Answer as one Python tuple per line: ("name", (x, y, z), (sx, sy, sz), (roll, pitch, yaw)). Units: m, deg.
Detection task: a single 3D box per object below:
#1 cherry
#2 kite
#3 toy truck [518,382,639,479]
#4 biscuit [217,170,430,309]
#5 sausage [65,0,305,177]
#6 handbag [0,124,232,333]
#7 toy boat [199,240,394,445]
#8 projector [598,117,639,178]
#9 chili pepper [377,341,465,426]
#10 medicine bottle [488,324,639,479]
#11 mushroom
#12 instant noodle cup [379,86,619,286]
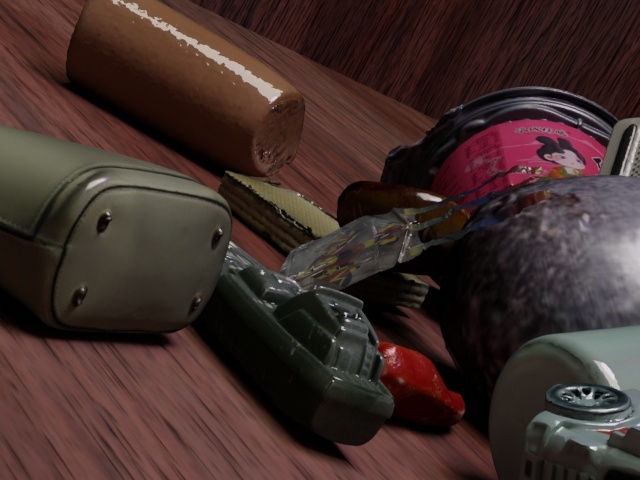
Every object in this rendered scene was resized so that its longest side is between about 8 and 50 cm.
("cherry", (0.227, 0.060, 1.546), (0.255, 0.218, 0.296), (7, 29, -7))
("kite", (0.070, -0.006, 1.529), (0.141, 0.245, 0.015), (-91, 158, -65))
("toy truck", (0.262, 0.157, 1.127), (0.338, 0.133, 0.184), (-9, 17, -37))
("biscuit", (0.000, 0.000, 1.759), (0.121, 0.041, 0.199), (13, 18, -48))
("sausage", (-0.136, -0.163, 1.954), (0.253, 0.123, 0.123), (29, 10, 6))
("handbag", (-0.231, -0.033, 1.233), (0.315, 0.109, 0.241), (19, 3, 27))
("toy boat", (-0.027, 0.050, 1.281), (0.078, 0.085, 0.260), (21, 12, -32))
("projector", (0.373, 0.004, 1.726), (0.177, 0.163, 0.242), (-3, -50, 29))
("chili pepper", (0.061, 0.104, 1.361), (0.059, 0.050, 0.191), (16, -7, 33))
("medicine bottle", (0.242, 0.127, 1.324), (0.225, 0.139, 0.139), (-4, 28, -34))
("mushroom", (0.084, -0.007, 1.671), (0.135, 0.080, 0.170), (21, 3, 28))
("instant noodle cup", (0.210, 0.000, 1.848), (0.302, 0.258, 0.181), (-1, 27, 1))
